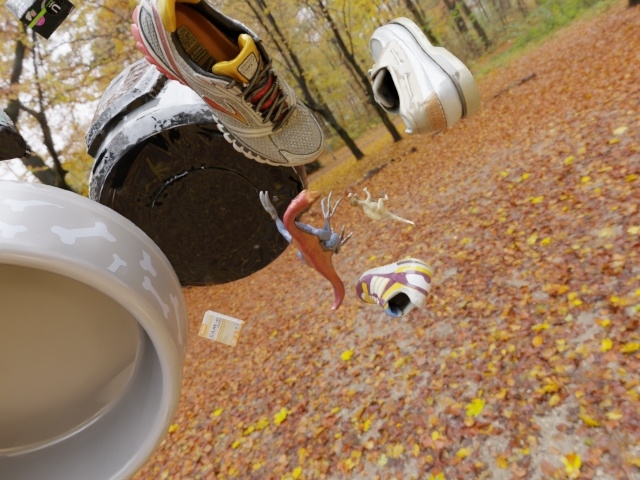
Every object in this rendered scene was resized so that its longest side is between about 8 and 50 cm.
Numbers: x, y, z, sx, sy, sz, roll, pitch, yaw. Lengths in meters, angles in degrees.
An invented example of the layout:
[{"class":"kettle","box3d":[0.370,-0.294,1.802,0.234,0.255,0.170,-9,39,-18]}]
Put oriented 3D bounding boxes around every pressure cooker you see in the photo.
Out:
[{"class":"pressure cooker","box3d":[-0.245,-0.163,0.848,0.370,0.375,0.420,-2,40,-19]}]

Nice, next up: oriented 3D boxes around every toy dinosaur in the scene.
[{"class":"toy dinosaur","box3d":[0.000,0.000,0.272,0.047,0.090,0.082,-27,-8,11]},{"class":"toy dinosaur","box3d":[0.146,-0.082,1.092,0.092,0.183,0.053,-83,18,-44]}]

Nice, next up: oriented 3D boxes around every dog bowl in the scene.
[{"class":"dog bowl","box3d":[-0.290,0.125,0.384,0.349,0.349,0.102,-33,33,-10]}]

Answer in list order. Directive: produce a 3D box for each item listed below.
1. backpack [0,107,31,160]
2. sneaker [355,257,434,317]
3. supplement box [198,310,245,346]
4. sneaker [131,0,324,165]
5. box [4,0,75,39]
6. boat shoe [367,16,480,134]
[{"class":"backpack","box3d":[-0.699,-0.230,0.872,0.152,0.115,0.182,-19,46,-35]},{"class":"sneaker","box3d":[0.111,0.092,0.723,0.185,0.069,0.084,-38,26,57]},{"class":"supplement box","box3d":[-0.248,0.222,1.077,0.036,0.098,0.062,155,132,-89]},{"class":"sneaker","box3d":[-0.079,-0.151,0.427,0.093,0.225,0.088,16,73,58]},{"class":"box","box3d":[-0.502,-0.421,0.765,0.083,0.052,0.062,-48,-13,4]},{"class":"boat shoe","box3d":[0.129,-0.267,0.683,0.103,0.113,0.302,-29,39,5]}]
